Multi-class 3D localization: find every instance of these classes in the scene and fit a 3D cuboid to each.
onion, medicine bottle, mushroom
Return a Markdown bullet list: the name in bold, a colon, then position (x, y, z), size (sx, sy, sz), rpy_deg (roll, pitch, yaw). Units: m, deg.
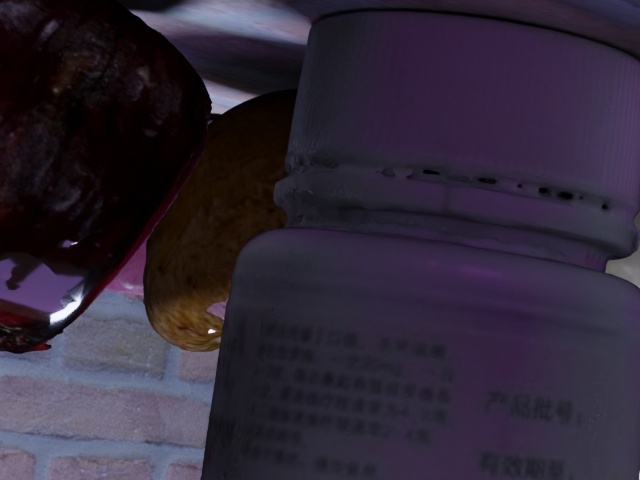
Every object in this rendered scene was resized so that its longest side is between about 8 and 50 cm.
- **onion**: position (-0.187, -0.063, 0.984), size (0.206, 0.216, 0.207), rpy_deg (32, 166, -13)
- **medicine bottle**: position (0.071, 0.044, 1.025), size (0.256, 0.324, 0.256), rpy_deg (7, 176, 1)
- **mushroom**: position (0.004, -0.011, 1.279), size (0.283, 0.195, 0.263), rpy_deg (6, 157, -29)

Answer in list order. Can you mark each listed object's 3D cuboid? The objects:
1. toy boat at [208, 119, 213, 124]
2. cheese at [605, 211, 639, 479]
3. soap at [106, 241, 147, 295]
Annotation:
- **toy boat**: position (-0.079, -0.070, 1.576), size (0.206, 0.096, 0.282), rpy_deg (27, 158, -27)
- **cheese**: position (0.232, 0.082, 1.320), size (0.328, 0.129, 0.351), rpy_deg (-19, 136, 24)
- **soap**: position (-0.205, 0.003, 2.059), size (0.233, 0.128, 0.359), rpy_deg (8, 177, 6)
